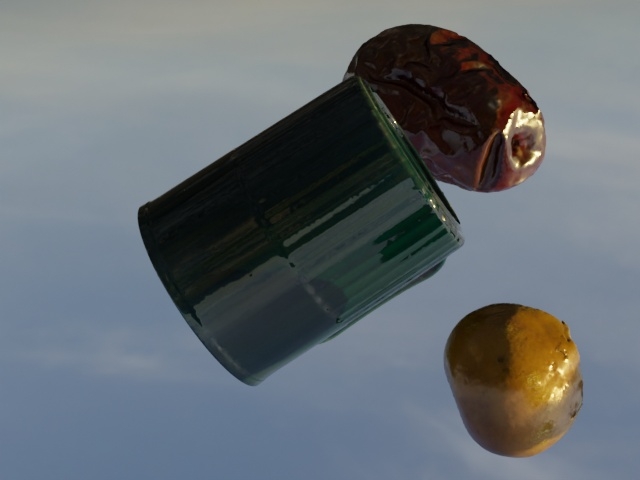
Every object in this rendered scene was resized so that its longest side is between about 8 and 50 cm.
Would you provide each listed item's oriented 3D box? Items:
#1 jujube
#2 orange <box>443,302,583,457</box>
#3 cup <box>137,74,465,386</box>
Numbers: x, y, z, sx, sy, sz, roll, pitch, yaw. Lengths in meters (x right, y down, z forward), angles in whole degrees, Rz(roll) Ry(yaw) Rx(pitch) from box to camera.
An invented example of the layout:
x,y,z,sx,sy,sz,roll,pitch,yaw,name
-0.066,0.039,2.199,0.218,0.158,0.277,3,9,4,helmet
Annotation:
x,y,z,sx,sy,sz,roll,pitch,yaw,name
0.174,-0.183,1.878,0.216,0.216,0.342,-12,-149,-38,jujube
0.193,0.135,1.290,0.134,0.155,0.155,-20,-169,11,orange
0.001,0.006,1.464,0.292,0.308,0.242,-34,-155,8,cup
